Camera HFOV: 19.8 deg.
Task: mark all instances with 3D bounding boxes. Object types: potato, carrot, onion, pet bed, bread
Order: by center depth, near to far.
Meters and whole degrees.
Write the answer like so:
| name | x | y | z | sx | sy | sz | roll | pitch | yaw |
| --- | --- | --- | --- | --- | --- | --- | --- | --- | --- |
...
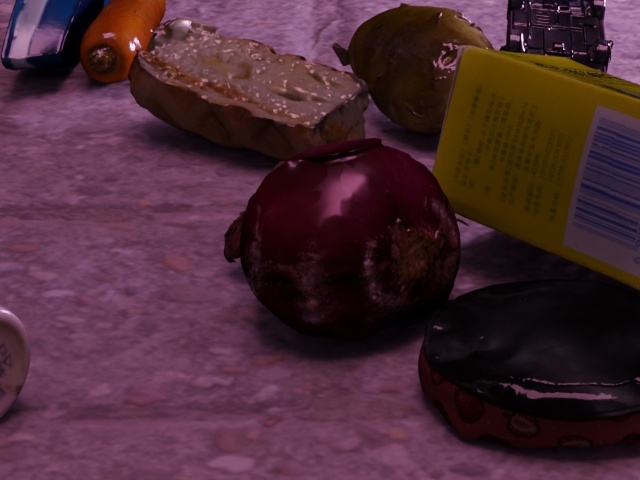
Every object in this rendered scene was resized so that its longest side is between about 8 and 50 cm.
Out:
| name | x | y | z | sx | sy | sz | roll | pitch | yaw |
| --- | --- | --- | --- | --- | --- | --- | --- | --- | --- |
| pet bed | 0.162 | 0.080 | 1.243 | 0.201 | 0.053 | 0.201 | 0 | 26 | 0 |
| onion | 0.000 | -0.015 | 1.352 | 0.198 | 0.135 | 0.173 | 16 | 27 | 35 |
| bread | -0.065 | -0.128 | 1.661 | 0.232 | 0.088 | 0.128 | 22 | 42 | 27 |
| potato | 0.090 | -0.164 | 1.705 | 0.117 | 0.090 | 0.225 | -47 | 32 | -4 |
| carrot | -0.199 | -0.214 | 1.861 | 0.067 | 0.067 | 0.225 | 1 | 23 | 3 |

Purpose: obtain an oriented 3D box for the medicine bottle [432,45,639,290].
| name | x | y | z | sx | sy | sz | roll | pitch | yaw |
| --- | --- | --- | --- | --- | --- | --- | --- | --- | --- |
| medicine bottle | 0.215 | -0.052 | 1.378 | 0.137 | 0.141 | 0.250 | -1 | 19 | -42 |

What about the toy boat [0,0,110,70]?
| name | x | y | z | sx | sy | sz | roll | pitch | yaw |
| --- | --- | --- | --- | --- | --- | --- | --- | --- | --- |
| toy boat | -0.266 | -0.237 | 1.885 | 0.062 | 0.096 | 0.299 | 10 | 28 | 2 |

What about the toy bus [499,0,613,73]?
| name | x | y | z | sx | sy | sz | roll | pitch | yaw |
| --- | --- | --- | --- | --- | --- | --- | --- | --- | --- |
| toy bus | 0.213 | -0.158 | 1.683 | 0.096 | 0.108 | 0.199 | 6 | 28 | 3 |

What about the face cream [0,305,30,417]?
| name | x | y | z | sx | sy | sz | roll | pitch | yaw |
| --- | --- | --- | --- | --- | --- | --- | --- | --- | --- |
| face cream | -0.339 | 0.046 | 1.286 | 0.311 | 0.092 | 0.092 | 19 | 32 | 36 |
